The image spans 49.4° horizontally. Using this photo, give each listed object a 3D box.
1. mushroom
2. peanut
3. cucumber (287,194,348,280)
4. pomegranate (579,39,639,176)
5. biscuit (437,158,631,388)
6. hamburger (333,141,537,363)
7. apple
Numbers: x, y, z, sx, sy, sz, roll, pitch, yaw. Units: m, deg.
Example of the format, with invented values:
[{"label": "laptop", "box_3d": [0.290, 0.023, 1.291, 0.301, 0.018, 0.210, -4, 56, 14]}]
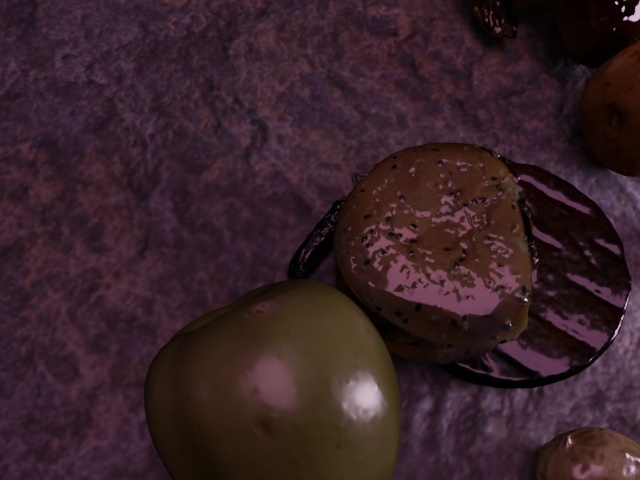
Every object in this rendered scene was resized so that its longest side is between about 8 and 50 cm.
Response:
[{"label": "mushroom", "box_3d": [0.513, -0.486, 1.344, 0.334, 0.356, 0.331, -23, 88, -38]}, {"label": "peanut", "box_3d": [0.434, 0.348, 1.041, 0.225, 0.129, 0.129, 13, 68, -6]}, {"label": "cucumber", "box_3d": [0.000, 0.000, 1.190, 0.053, 0.053, 0.181, 34, 70, 9]}, {"label": "pomegranate", "box_3d": [0.584, -0.233, 1.231, 0.248, 0.248, 0.248, 2, 68, -4]}, {"label": "biscuit", "box_3d": [0.305, 0.052, 1.172, 0.408, 0.091, 0.407, 0, 67, -1]}, {"label": "hamburger", "box_3d": [0.154, 0.020, 1.033, 0.277, 0.195, 0.317, -3, 64, -4]}, {"label": "apple", "box_3d": [-0.053, 0.226, 0.935, 0.358, 0.357, 0.357, 2, 68, -4]}]
